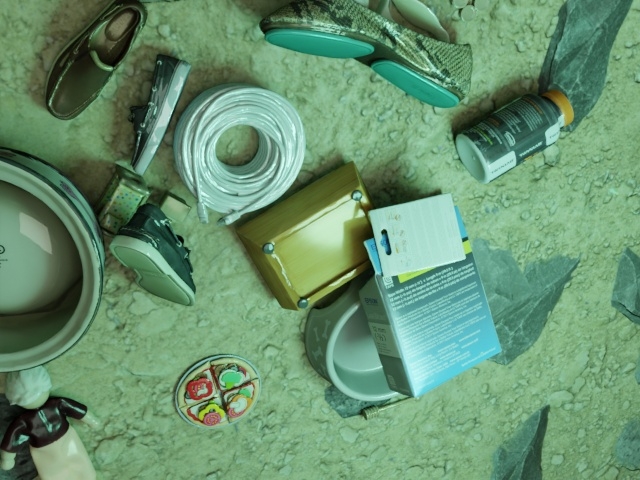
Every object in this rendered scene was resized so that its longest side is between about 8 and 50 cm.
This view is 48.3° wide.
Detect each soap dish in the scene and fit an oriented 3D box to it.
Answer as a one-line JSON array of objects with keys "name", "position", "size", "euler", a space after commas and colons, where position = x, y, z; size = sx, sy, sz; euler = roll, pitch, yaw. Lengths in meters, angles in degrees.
[{"name": "soap dish", "position": [0.000, 0.000, 1.520], "size": [0.291, 0.118, 0.229], "euler": [-31, 121, -6]}]

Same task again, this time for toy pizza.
[{"name": "toy pizza", "position": [-0.231, 0.354, 1.639], "size": [0.201, 0.032, 0.201], "euler": [-8, 116, -18]}]

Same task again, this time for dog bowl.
[{"name": "dog bowl", "position": [0.141, 0.226, 1.689], "size": [0.349, 0.102, 0.348], "euler": [-9, 116, -18]}, {"name": "dog bowl", "position": [-0.565, 0.019, 1.236], "size": [0.408, 0.150, 0.407], "euler": [0, 114, -1]}]

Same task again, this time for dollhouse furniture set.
[{"name": "dollhouse furniture set", "position": [-0.362, -0.021, 1.377], "size": [0.161, 0.101, 0.182], "euler": [29, 100, -29]}]

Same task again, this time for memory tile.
[{"name": "memory tile", "position": [0.305, -0.532, 1.461], "size": [0.113, 0.012, 0.148], "euler": [-40, 120, -1]}]

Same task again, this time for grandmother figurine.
[{"name": "grandmother figurine", "position": [-0.573, 0.406, 1.497], "size": [0.208, 0.104, 0.342], "euler": [-31, 122, -38]}]

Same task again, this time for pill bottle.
[{"name": "pill bottle", "position": [0.433, -0.238, 1.576], "size": [0.246, 0.130, 0.130], "euler": [-31, 120, -6]}]

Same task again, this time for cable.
[{"name": "cable", "position": [-0.157, -0.180, 1.395], "size": [0.257, 0.089, 0.257], "euler": [-22, 118, -12]}]

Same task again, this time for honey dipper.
[{"name": "honey dipper", "position": [0.185, 0.425, 1.841], "size": [0.161, 0.030, 0.030], "euler": [-15, 118, -20]}]

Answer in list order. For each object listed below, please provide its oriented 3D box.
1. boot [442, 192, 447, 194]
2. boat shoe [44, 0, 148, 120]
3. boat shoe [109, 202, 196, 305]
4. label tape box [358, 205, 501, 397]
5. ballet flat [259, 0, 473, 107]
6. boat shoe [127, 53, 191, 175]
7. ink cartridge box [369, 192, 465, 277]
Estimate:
[{"name": "boot", "position": [0.281, -0.013, 1.652], "size": [0.086, 0.069, 0.190], "euler": [-21, 118, -5]}, {"name": "boat shoe", "position": [-0.393, -0.315, 1.235], "size": [0.095, 0.095, 0.257], "euler": [31, 99, -30]}, {"name": "boat shoe", "position": [-0.301, 0.030, 1.368], "size": [0.340, 0.127, 0.113], "euler": [70, 34, -64]}, {"name": "label tape box", "position": [0.225, 0.127, 1.554], "size": [0.249, 0.115, 0.347], "euler": [-21, 96, -25]}, {"name": "ballet flat", "position": [0.105, -0.403, 1.378], "size": [0.483, 0.164, 0.182], "euler": [12, 87, -32]}, {"name": "boat shoe", "position": [-0.314, -0.235, 1.318], "size": [0.076, 0.080, 0.228], "euler": [23, 107, -11]}, {"name": "ink cartridge box", "position": [0.198, -0.010, 1.476], "size": [0.179, 0.045, 0.145], "euler": [-13, 89, -6]}]
